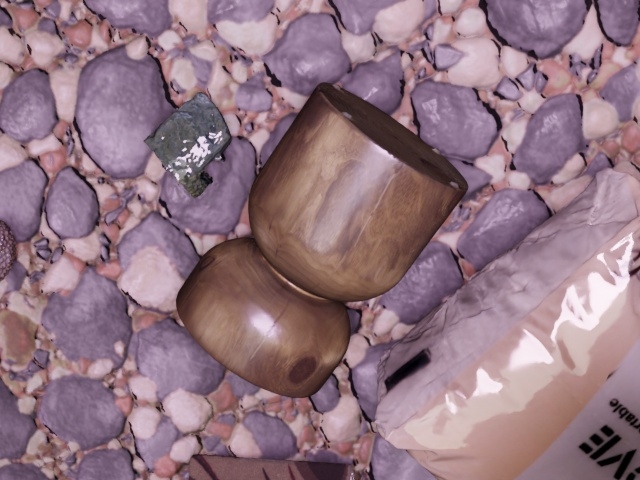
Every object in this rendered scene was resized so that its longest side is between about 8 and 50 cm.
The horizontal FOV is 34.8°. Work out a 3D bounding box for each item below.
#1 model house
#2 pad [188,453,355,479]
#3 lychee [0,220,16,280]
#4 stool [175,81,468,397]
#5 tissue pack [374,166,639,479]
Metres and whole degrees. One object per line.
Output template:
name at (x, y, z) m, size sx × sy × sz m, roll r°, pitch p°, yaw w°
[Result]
model house at (-0.129, -0.100, 1.068) m, size 0.083 × 0.066 × 0.079 m, roll -42°, pitch 86°, yaw -2°
pad at (-0.067, 0.403, 1.107) m, size 0.220 × 0.004 × 0.331 m, roll -4°, pitch 76°, yaw 29°
lychee at (-0.369, 0.014, 1.120) m, size 0.068 × 0.067 × 0.083 m, roll 37°, pitch 96°, yaw 3°
stool at (0.000, 0.000, 1.010) m, size 0.179 × 0.179 × 0.264 m, roll 35°, pitch 107°, yaw -3°
tissue pack at (0.281, 0.157, 1.023) m, size 0.375 × 0.195 × 0.390 m, roll 40°, pitch 107°, yaw -18°
